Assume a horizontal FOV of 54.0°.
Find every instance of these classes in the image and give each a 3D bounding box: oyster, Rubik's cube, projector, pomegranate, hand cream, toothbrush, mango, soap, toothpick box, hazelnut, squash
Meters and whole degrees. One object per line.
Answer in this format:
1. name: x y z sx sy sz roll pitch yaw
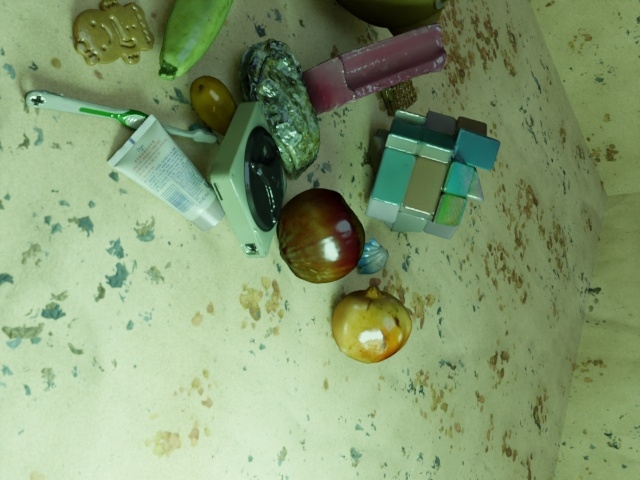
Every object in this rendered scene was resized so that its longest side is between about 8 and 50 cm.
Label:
1. oyster: -0.095 -0.309 1.532 0.162 0.158 0.350 -20 112 -7
2. Rubik's cube: 0.305 -0.195 1.829 0.368 0.359 0.387 97 8 -64
3. projector: -0.141 -0.134 1.388 0.257 0.079 0.259 72 21 -44
4. pomegranate: 0.132 0.222 1.651 0.209 0.209 0.209 11 76 -49
5. hand cream: -0.304 -0.123 1.293 0.248 0.083 0.133 48 68 -27
6. toothbrush: -0.374 -0.239 1.249 0.418 0.042 0.040 2 43 -50
7. mango: -0.225 -0.289 1.400 0.184 0.085 0.102 54 15 -52
8. soap: 0.141 -0.450 1.669 0.360 0.233 0.128 -27 103 -29
9. toothpick box: 0.202 -0.807 1.738 0.425 0.409 0.408 34 59 -46
10. hazelnut: 0.000 0.000 1.540 0.251 0.217 0.217 77 33 -45
11. squash: -0.266 -0.483 1.363 0.118 0.118 0.370 35 60 -41

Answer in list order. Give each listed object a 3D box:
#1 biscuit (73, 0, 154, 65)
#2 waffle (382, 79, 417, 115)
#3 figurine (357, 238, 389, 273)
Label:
1. biscuit: -0.410 -0.416 1.248 0.184 0.027 0.133 -20 101 -49
2. waffle: 0.257 -0.470 2.030 0.148 0.042 0.102 -42 117 -45
3. figurine: 0.143 0.056 1.798 0.114 0.079 0.114 -21 130 -26
